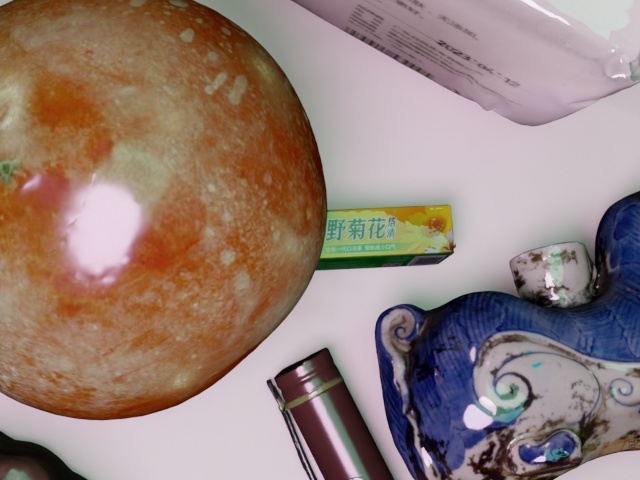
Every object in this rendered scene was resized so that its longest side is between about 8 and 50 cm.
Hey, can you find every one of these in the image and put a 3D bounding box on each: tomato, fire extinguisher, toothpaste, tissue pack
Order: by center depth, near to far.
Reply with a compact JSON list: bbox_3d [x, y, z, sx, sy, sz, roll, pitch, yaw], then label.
[{"bbox_3d":[-0.137,-0.027,1.207,0.270,0.222,0.270,-3,78,15],"label":"tomato"},{"bbox_3d":[0.058,-0.235,1.267,0.356,0.266,0.194,30,84,-5],"label":"tissue pack"},{"bbox_3d":[0.020,0.151,1.324,0.064,0.043,0.158,-27,87,18],"label":"fire extinguisher"},{"bbox_3d":[0.000,0.000,1.339,0.178,0.043,0.037,-2,82,-10],"label":"toothpaste"}]

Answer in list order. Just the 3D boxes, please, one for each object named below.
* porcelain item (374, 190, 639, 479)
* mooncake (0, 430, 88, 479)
[{"bbox_3d":[0.175,0.066,1.319,0.288,0.138,0.186,-12,74,-12],"label":"porcelain item"},{"bbox_3d":[-0.226,0.228,1.230,0.228,0.124,0.228,1,84,-9],"label":"mooncake"}]
